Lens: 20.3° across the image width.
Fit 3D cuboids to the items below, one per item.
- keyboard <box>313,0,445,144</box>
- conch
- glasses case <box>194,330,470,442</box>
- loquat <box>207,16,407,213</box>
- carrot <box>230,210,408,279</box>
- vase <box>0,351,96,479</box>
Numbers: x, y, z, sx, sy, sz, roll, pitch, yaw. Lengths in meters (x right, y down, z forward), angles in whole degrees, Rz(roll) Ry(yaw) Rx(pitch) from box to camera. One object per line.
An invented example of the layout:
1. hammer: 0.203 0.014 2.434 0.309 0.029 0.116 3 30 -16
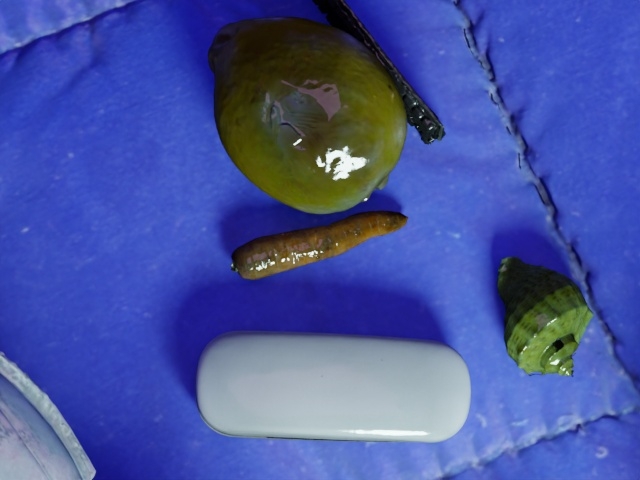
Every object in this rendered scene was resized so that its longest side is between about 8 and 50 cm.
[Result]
1. keyboard: 0.033 -0.180 1.578 0.023 0.072 0.231 -37 84 0
2. conch: 0.195 0.066 1.550 0.089 0.074 0.121 -2 56 -37
3. glasses case: 0.011 0.124 1.513 0.233 0.059 0.092 1 76 -4
4. loquat: -0.015 -0.112 1.521 0.195 0.152 0.152 44 77 -7
5. carrot: 0.001 0.001 1.554 0.165 0.035 0.036 -14 79 -11
6. vase: -0.397 0.117 1.398 0.445 0.250 0.250 41 77 9
